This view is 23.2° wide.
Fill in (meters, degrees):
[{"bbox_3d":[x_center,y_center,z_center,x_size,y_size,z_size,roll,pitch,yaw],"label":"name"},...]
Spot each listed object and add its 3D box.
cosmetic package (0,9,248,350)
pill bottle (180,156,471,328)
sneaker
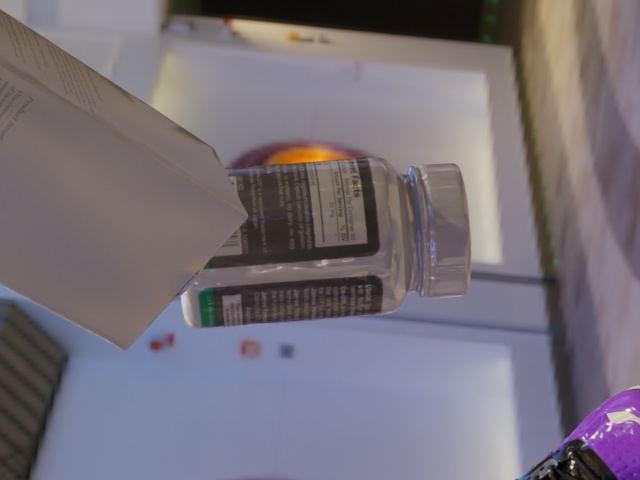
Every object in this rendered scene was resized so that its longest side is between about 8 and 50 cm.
[{"bbox_3d":[-0.289,-0.071,1.605,0.217,0.385,0.156,-45,40,13],"label":"cosmetic package"},{"bbox_3d":[0.000,0.000,1.970,0.204,0.361,0.204,176,90,-87],"label":"pill bottle"},{"bbox_3d":[0.243,0.255,1.530,0.102,0.146,0.293,53,140,18],"label":"sneaker"}]
